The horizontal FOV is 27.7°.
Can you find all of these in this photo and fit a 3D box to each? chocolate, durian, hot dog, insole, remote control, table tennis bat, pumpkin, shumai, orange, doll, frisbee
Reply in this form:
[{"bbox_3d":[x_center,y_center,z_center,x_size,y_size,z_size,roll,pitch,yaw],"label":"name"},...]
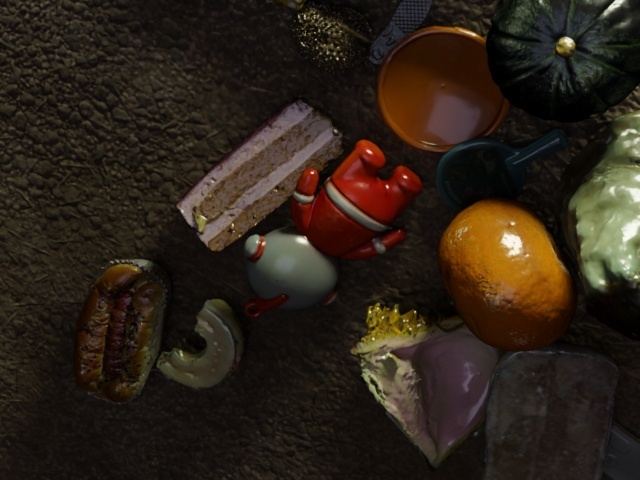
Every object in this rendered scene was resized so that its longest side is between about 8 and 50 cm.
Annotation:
[{"bbox_3d":[0.333,0.271,1.929,0.185,0.100,0.303,6,122,6],"label":"chocolate"},{"bbox_3d":[0.002,-0.292,1.841,0.140,0.071,0.110,40,115,3],"label":"durian"},{"bbox_3d":[-0.324,0.146,2.098,0.144,0.075,0.267,21,116,6],"label":"hot dog"},{"bbox_3d":[0.111,-0.302,1.842,0.045,0.002,0.135,41,116,-3],"label":"insole"},{"bbox_3d":[0.466,0.332,1.983,0.245,0.022,0.077,37,118,0],"label":"remote control"},{"bbox_3d":[0.260,-0.107,1.857,0.201,0.033,0.124,-26,117,21],"label":"table tennis bat"},{"bbox_3d":[0.187,0.194,1.940,0.196,0.185,0.305,-26,117,11],"label":"durian"},{"bbox_3d":[0.326,-0.263,1.712,0.221,0.162,0.220,4,107,12],"label":"pumpkin"},{"bbox_3d":[0.457,0.001,1.724,0.309,0.263,0.304,19,116,7],"label":"shumai"},{"bbox_3d":[0.257,0.051,1.819,0.170,0.224,0.224,-32,100,18],"label":"orange"},{"bbox_3d":[0.000,0.000,1.934,0.200,0.105,0.336,31,113,-28],"label":"doll"},{"bbox_3d":[0.174,-0.214,1.839,0.192,0.035,0.192,3,118,5],"label":"frisbee"}]

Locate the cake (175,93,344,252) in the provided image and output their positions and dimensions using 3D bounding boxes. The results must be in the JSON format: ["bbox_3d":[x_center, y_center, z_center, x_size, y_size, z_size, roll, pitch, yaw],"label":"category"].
[{"bbox_3d":[-0.098,-0.089,1.933,0.295,0.113,0.116,-40,99,19],"label":"cake"}]

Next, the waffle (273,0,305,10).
[{"bbox_3d":[-0.054,-0.473,1.787,0.329,0.062,0.329,5,111,12],"label":"waffle"}]

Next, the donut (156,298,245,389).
[{"bbox_3d":[-0.176,0.172,2.073,0.108,0.065,0.166,39,115,-2],"label":"donut"}]
